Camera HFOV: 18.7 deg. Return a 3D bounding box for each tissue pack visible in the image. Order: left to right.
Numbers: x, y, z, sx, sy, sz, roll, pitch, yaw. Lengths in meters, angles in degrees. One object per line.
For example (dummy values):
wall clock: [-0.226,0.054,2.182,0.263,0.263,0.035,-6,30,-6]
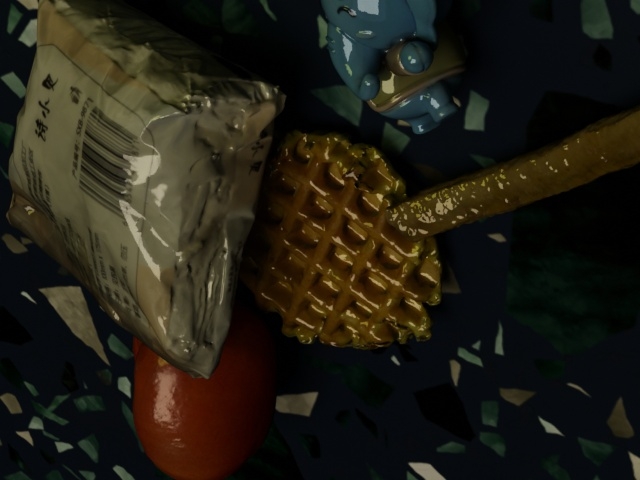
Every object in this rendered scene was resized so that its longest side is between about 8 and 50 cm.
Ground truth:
tissue pack: [-0.222,-0.074,2.230,0.390,0.195,0.375,37,127,35]

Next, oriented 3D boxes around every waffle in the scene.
waffle: [0.000,0.000,2.259,0.325,0.068,0.302,-4,119,39]

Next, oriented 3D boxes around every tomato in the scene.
tomato: [-0.145,0.167,2.404,0.180,0.260,0.259,0,132,-8]

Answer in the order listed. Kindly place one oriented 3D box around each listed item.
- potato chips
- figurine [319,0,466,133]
potato chips: [0.234,-0.073,2.007,0.407,0.080,0.057,-21,92,46]
figurine: [0.078,-0.223,1.952,0.154,0.180,0.262,-19,106,13]
